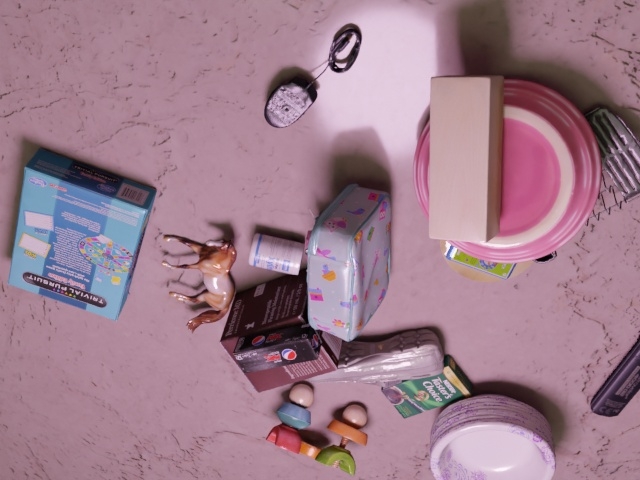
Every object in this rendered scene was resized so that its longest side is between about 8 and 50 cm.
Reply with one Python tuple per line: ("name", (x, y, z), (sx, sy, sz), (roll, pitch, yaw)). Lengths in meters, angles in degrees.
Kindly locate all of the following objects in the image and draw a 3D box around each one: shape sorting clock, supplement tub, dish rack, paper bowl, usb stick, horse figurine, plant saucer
("shape sorting clock", (0.340, -0.007, 1.670), (0.206, 0.040, 0.206), (3, 118, 6))
("supplement tub", (-0.091, 0.028, 1.751), (0.107, 0.071, 0.071), (12, 128, 1))
("dish rack", (0.456, -0.105, 1.534), (0.271, 0.074, 0.208), (-32, 105, 28))
("paper bowl", (0.397, 0.470, 1.959), (0.284, 0.148, 0.284), (5, 128, 6))
("usb stick", (0.682, 0.288, 1.838), (0.077, 0.045, 0.278), (13, 128, -10))
("horse figurine", (-0.250, 0.087, 1.827), (0.174, 0.066, 0.263), (5, 126, 13))
("plant saucer", (0.320, -0.115, 1.481), (0.332, 0.084, 0.332), (5, 105, 20))

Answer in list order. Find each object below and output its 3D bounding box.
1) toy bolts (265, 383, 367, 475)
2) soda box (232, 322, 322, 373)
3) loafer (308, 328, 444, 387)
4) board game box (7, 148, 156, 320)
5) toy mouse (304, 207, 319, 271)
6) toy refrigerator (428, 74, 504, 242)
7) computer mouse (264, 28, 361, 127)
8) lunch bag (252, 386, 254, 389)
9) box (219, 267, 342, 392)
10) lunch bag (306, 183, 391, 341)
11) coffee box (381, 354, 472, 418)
("toy bolts", (-0.015, 0.446, 2.052), (0.228, 0.158, 0.218), (27, 168, -23))
("soda box", (-0.086, 0.217, 1.691), (0.169, 0.053, 0.060), (-13, 122, 20))
("loafer", (0.119, 0.284, 1.886), (0.319, 0.112, 0.111), (-10, 116, 16))
("board game box", (-0.512, -0.004, 1.790), (0.253, 0.079, 0.336), (20, 128, -6))
("toy mouse", (0.000, 0.000, 1.683), (0.031, 0.161, 0.143), (0, 111, 19))
("toy refrigerator", (0.245, -0.139, 1.409), (0.102, 0.094, 0.269), (5, 104, 27))
("computer mouse", (-0.014, -0.293, 1.519), (0.071, 0.041, 0.242), (41, 116, -19))
("lunch bag", (-0.124, 0.306, 1.969), (0.083, 0.071, 0.053), (-36, 118, 28))
("box", (-0.075, 0.193, 1.812), (0.203, 0.168, 0.167), (-20, 121, 22))
("lunch bag", (0.061, 0.042, 1.646), (0.108, 0.224, 0.279), (15, 130, 19))
("coffee box", (0.245, 0.341, 1.953), (0.184, 0.040, 0.113), (-24, 120, 25))
